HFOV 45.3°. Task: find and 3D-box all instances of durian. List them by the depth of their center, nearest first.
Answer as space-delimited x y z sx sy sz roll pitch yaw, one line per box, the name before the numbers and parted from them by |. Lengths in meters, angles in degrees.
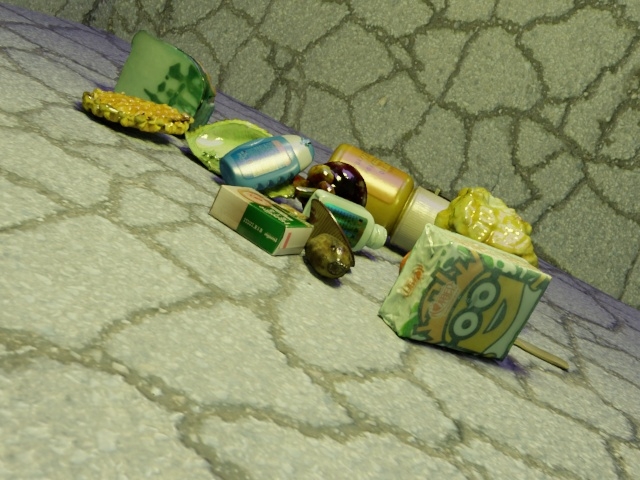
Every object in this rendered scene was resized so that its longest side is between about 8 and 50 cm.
durian | -0.207 -0.232 2.165 0.394 0.163 0.198 40 20 24

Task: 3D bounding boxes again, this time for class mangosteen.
mangosteen | 0.021 -0.125 2.082 0.194 0.194 0.230 35 14 33

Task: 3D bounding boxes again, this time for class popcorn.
popcorn | 0.431 0.034 2.098 0.293 0.292 0.334 32 18 -15

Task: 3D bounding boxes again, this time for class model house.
model house | -0.457 -0.481 2.476 0.295 0.252 0.329 28 7 8

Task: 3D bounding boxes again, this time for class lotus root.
lotus root | 0.018 0.035 1.704 0.081 0.089 0.179 67 -8 -23

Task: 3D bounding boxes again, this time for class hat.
hat | 0.000 0.000 1.830 0.193 0.082 0.193 55 -13 19

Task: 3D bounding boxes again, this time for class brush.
brush | 0.485 0.234 1.934 0.321 0.050 0.060 27 9 -2

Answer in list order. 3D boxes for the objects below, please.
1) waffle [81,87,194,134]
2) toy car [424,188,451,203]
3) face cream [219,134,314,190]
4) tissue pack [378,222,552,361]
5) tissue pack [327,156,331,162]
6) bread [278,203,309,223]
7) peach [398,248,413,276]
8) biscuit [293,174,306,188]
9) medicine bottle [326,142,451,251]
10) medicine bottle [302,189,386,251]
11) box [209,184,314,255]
waffle | -0.524 -0.362 2.156 0.329 0.062 0.329 15 16 -4
toy car | 0.364 -0.085 2.596 0.204 0.198 0.248 30 12 18
face cream | -0.137 -0.216 2.071 0.264 0.083 0.149 -21 67 -24
tissue pack | 0.306 0.118 1.627 0.310 0.228 0.128 17 17 -33
tissue pack | 0.143 -0.162 2.593 0.194 0.145 0.274 32 15 30
bread | -0.079 -0.052 1.909 0.110 0.060 0.066 30 0 25
peach | 0.288 0.085 1.806 0.196 0.190 0.226 39 9 12
biscuit | -0.153 -0.219 2.448 0.257 0.049 0.273 29 12 11
medicine bottle | 0.183 -0.116 2.300 0.384 0.224 0.224 27 13 5
medicine bottle | 0.066 -0.040 2.000 0.229 0.121 0.083 21 14 -26
box | -0.134 -0.046 1.735 0.199 0.081 0.135 30 13 22
